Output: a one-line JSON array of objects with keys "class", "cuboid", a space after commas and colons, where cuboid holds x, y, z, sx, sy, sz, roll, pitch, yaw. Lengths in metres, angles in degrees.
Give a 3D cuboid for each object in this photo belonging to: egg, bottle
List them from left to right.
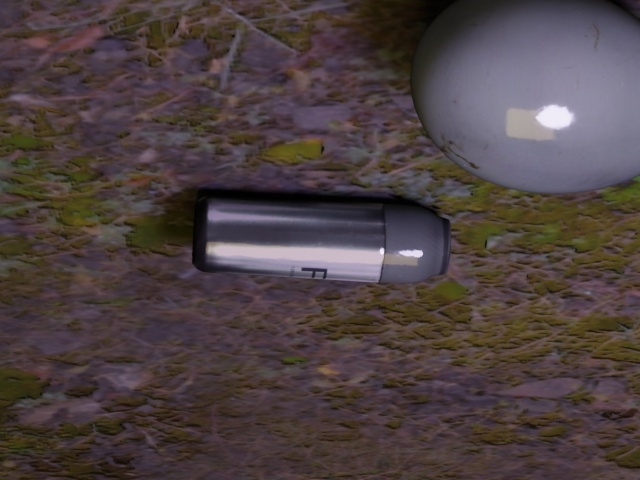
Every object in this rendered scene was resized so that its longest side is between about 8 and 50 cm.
[{"class": "bottle", "cuboid": [0.000, 0.000, 1.901, 0.254, 0.079, 0.096, 2, 177, -5]}, {"class": "egg", "cuboid": [0.204, -0.130, 1.676, 0.264, 0.183, 0.183, 10, 138, -22]}]

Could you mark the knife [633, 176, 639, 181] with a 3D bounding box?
[{"class": "knife", "cuboid": [0.261, -0.072, 1.870, 0.166, 0.022, 0.078, -5, 134, 2]}]
